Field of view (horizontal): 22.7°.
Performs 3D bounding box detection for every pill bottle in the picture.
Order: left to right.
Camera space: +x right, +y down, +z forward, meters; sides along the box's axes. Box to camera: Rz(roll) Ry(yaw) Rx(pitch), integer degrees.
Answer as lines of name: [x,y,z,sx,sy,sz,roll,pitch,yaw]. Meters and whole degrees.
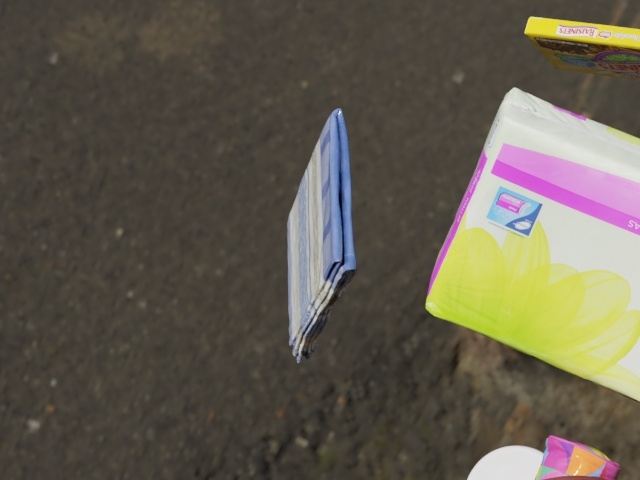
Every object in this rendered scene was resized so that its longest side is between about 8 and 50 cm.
pill bottle: [0.284,0.350,2.080,0.136,0.136,0.246,43,4,27]

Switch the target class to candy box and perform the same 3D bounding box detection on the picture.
candy box: [0.348,-0.216,1.847,0.206,0.027,0.105,13,-11,34]

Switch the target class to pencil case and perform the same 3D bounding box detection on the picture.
pencil case: [0.270,0.351,1.895,0.104,0.236,0.104,26,-6,3]

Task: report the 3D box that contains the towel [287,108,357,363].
towel: [0.000,0.000,1.893,0.034,0.285,0.209,3,64,-11]

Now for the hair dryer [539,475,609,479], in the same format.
hair dryer: [0.280,0.300,1.465,0.293,0.080,0.223,33,16,-10]

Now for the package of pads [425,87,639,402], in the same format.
package of pads: [0.268,0.021,1.495,0.296,0.229,0.101,22,29,3]
